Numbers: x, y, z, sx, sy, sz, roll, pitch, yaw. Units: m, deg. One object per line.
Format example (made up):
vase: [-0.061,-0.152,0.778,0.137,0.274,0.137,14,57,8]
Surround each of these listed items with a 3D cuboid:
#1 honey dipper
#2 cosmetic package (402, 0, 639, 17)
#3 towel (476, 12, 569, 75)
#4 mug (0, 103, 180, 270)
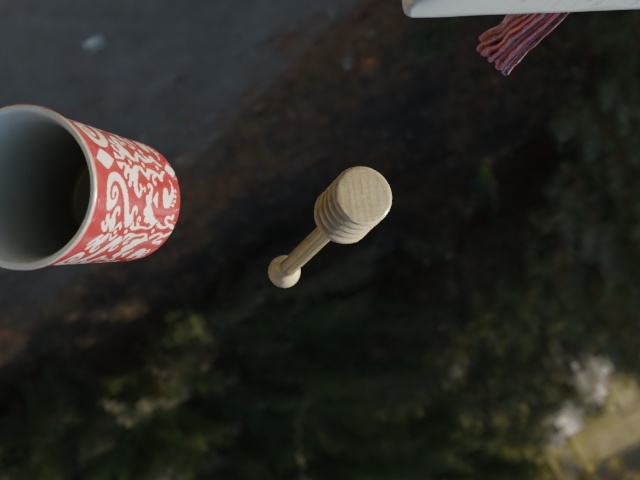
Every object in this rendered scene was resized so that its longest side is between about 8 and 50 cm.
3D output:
honey dipper: [0.000,0.000,0.999,0.030,0.030,0.161,-20,170,-20]
cosmetic package: [0.270,-0.274,1.196,0.453,0.230,0.161,-3,170,-15]
towel: [0.245,-0.306,1.561,0.329,0.037,0.237,-61,-172,-28]
mug: [-0.192,-0.033,1.394,0.150,0.113,0.169,-2,178,20]
